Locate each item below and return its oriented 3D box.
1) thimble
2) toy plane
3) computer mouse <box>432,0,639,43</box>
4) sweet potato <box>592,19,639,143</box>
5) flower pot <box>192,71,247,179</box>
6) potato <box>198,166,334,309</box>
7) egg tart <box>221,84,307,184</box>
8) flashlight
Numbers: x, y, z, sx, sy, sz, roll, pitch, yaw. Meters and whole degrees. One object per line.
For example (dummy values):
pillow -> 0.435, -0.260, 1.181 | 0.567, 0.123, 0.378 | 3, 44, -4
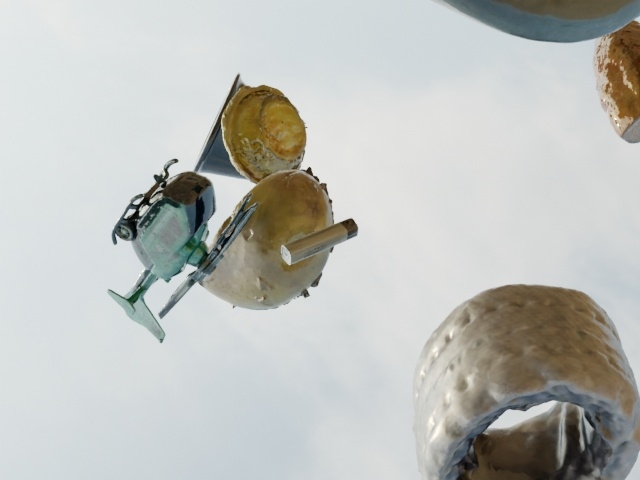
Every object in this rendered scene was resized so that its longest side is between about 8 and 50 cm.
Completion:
thimble -> 0.205, 0.177, 0.980 | 0.217, 0.245, 0.157 | 36, -153, -19
toy plane -> -0.135, 0.007, 0.844 | 0.096, 0.235, 0.060 | 38, -135, -4
computer mouse -> 0.082, -0.271, 0.693 | 0.371, 0.188, 0.122 | 26, 177, -10
sweet potato -> 0.380, -0.206, 1.166 | 0.097, 0.097, 0.251 | 9, -140, -2
flower pot -> -0.156, -0.215, 1.984 | 0.148, 0.235, 0.235 | 23, -146, -10
potato -> -0.073, 0.021, 1.308 | 0.138, 0.243, 0.098 | 44, -156, 31
egg tart -> -0.084, -0.182, 1.638 | 0.074, 0.191, 0.191 | -13, -166, 45
flashlight -> 0.000, 0.000, 0.960 | 0.083, 0.018, 0.018 | -23, -127, -26
